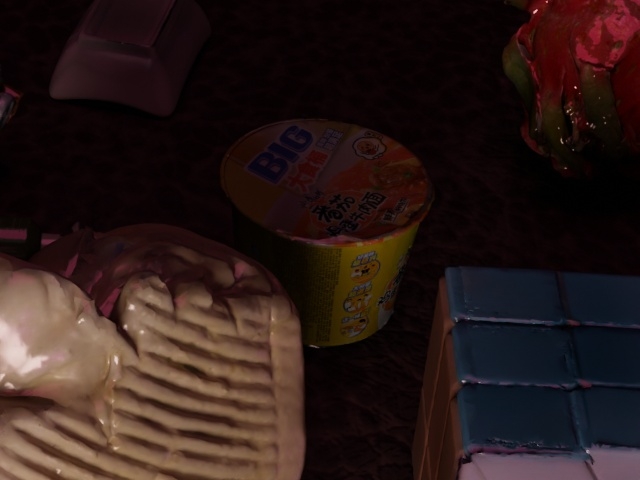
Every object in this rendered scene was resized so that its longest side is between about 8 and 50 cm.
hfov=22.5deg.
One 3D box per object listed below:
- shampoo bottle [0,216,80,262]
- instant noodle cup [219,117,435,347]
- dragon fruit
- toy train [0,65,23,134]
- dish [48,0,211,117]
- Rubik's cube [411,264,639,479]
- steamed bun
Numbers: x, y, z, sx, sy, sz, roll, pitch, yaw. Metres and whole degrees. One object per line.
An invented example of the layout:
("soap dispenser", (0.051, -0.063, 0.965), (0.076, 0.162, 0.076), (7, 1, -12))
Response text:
("shampoo bottle", (-0.336, 0.003, 1.580), (0.204, 0.065, 0.065), (2, 38, -5))
("instant noodle cup", (0.000, 0.000, 1.558), (0.205, 0.153, 0.205), (4, 36, -3))
("dragon fruit", (0.331, -0.190, 1.792), (0.231, 0.237, 0.302), (-1, 44, 26))
("toy train", (-0.381, -0.097, 1.655), (0.089, 0.127, 0.219), (24, 50, -3))
("dish", (-0.220, -0.240, 1.894), (0.151, 0.077, 0.212), (11, 39, 6))
("Rubik's cube", (0.201, 0.175, 1.304), (0.231, 0.221, 0.224), (3, 37, -3))
("steamed bun", (-0.193, 0.153, 1.239), (0.339, 0.352, 0.247), (11, -9, -44))
